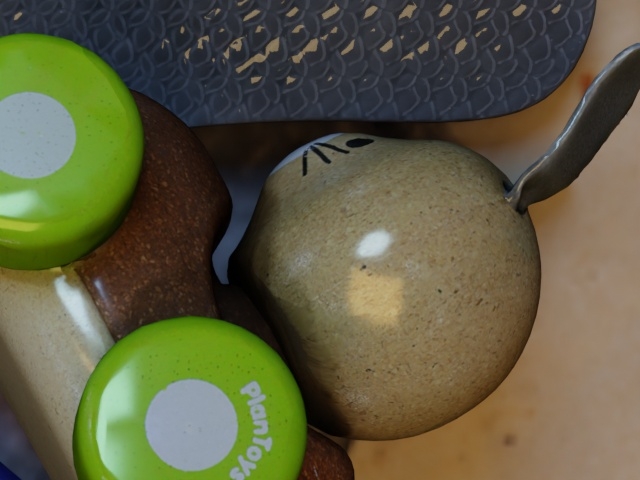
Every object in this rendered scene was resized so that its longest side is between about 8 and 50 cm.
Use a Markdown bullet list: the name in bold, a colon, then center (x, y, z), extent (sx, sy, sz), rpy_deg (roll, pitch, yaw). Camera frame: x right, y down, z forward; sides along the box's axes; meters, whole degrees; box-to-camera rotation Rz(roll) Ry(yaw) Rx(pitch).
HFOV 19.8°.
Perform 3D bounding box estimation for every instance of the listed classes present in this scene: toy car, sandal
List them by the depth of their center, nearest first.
- **toy car**: center (0.000, 0.000, 0.493), extent (0.188, 0.155, 0.149), rpy_deg (-27, 80, -17)
- **sandal**: center (-0.050, -0.075, 0.534), extent (0.254, 0.054, 0.097), rpy_deg (6, 113, -10)

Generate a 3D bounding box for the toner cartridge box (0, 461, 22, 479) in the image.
- **toner cartridge box**: center (-0.138, 0.147, 0.562), extent (0.348, 0.075, 0.165), rpy_deg (42, 86, -10)
